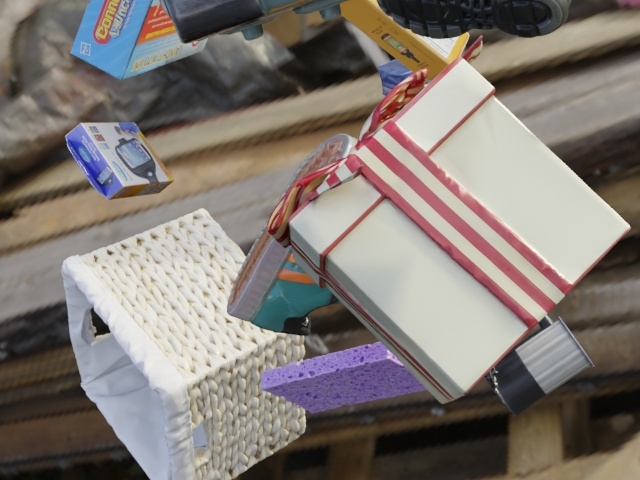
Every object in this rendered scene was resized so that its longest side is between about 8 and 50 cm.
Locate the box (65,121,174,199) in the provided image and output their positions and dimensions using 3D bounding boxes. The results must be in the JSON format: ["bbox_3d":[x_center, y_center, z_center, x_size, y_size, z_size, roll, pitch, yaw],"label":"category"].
[{"bbox_3d":[-0.211,-0.084,1.339,0.028,0.081,0.136,-37,-6,16],"label":"box"}]

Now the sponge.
[{"bbox_3d":[0.039,0.183,1.702,0.210,0.117,0.031,-16,57,33],"label":"sponge"}]

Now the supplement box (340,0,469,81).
[{"bbox_3d":[0.111,-0.346,1.964,0.080,0.233,0.078,-59,17,-24],"label":"supplement box"}]

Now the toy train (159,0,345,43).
[{"bbox_3d":[-0.015,-0.289,1.299,0.334,0.142,0.190,-16,11,9],"label":"toy train"}]

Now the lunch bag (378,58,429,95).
[{"bbox_3d":[0.157,-0.291,2.366,0.067,0.065,0.098,-24,29,-22],"label":"lunch bag"}]

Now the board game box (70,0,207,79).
[{"bbox_3d":[-0.205,-0.402,1.830,0.301,0.086,0.308,-65,-8,21],"label":"board game box"}]

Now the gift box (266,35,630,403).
[{"bbox_3d":[0.120,-0.020,1.229,0.258,0.276,0.255,44,78,8],"label":"gift box"}]

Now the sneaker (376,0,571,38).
[{"bbox_3d":[0.196,-0.318,1.632,0.267,0.101,0.106,11,53,26],"label":"sneaker"}]

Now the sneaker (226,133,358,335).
[{"bbox_3d":[0.000,0.000,1.550,0.302,0.121,0.108,-56,19,37],"label":"sneaker"}]

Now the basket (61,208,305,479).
[{"bbox_3d":[-0.210,0.185,2.040,0.266,0.328,0.331,-26,51,-24],"label":"basket"}]

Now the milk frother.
[{"bbox_3d":[0.287,0.162,1.765,0.135,0.129,0.143,-36,0,6],"label":"milk frother"}]
